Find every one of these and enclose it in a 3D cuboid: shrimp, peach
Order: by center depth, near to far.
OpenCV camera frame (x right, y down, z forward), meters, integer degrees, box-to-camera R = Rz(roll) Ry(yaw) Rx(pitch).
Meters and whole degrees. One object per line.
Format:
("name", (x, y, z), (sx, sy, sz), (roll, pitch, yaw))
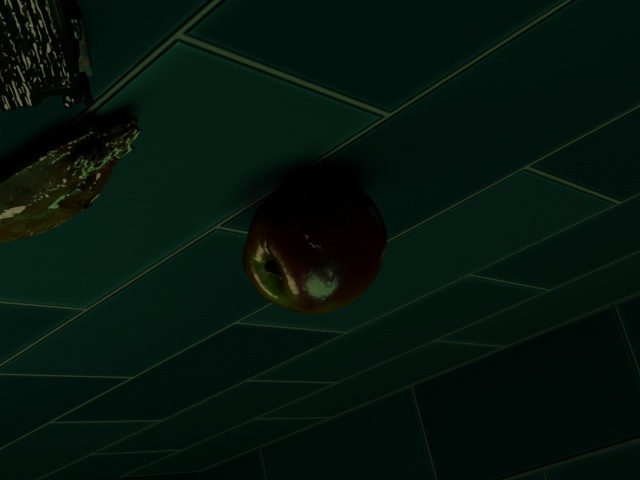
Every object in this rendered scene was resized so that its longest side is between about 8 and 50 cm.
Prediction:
("shrimp", (-0.294, -0.066, 1.036), (0.294, 0.062, 0.154), (-26, 168, 36))
("peach", (0.000, 0.000, 1.217), (0.197, 0.197, 0.197), (-12, 159, -5))

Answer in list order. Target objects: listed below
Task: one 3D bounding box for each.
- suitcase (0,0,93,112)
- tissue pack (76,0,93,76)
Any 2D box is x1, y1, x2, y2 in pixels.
("suitcase", (-0.283, -0.210, 0.559), (0.229, 0.152, 0.335), (-11, 156, -10))
("tissue pack", (-0.240, -0.177, 0.812), (0.063, 0.035, 0.083), (-10, 158, -9))
